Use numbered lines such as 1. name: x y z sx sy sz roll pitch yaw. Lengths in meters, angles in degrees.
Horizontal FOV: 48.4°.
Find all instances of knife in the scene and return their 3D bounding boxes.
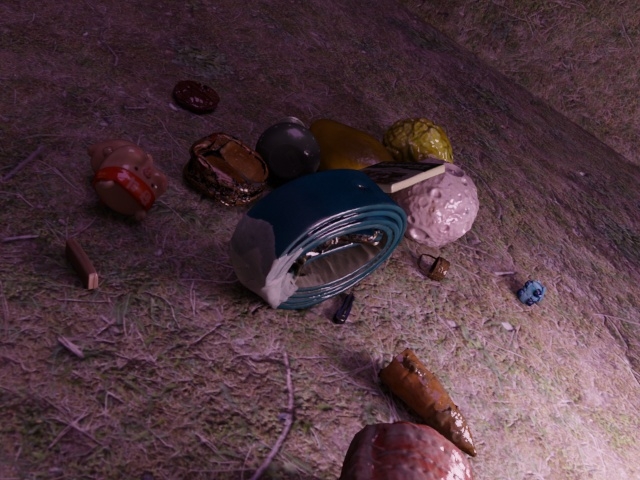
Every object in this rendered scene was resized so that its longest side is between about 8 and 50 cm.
1. knife: 0.058 0.160 1.698 0.031 0.018 0.121 29 33 1

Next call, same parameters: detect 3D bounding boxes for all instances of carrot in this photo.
1. carrot: 0.238 0.353 1.515 0.102 0.102 0.263 -20 61 -46

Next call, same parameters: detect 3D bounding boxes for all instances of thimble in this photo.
1. thimble: 0.142 0.434 1.219 0.239 0.239 0.162 27 35 1

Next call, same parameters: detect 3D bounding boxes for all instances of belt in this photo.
1. belt: 0.002 0.000 1.622 0.437 0.300 0.173 -12 48 -38

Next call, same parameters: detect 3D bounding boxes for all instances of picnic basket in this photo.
1. picnic basket: 0.303 0.068 1.933 0.083 0.072 0.072 28 35 1

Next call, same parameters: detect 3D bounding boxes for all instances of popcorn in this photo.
1. popcorn: 0.312 -0.260 2.251 0.237 0.205 0.251 23 -17 36

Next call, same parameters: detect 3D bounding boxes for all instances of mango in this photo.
1. mango: 0.081 -0.248 2.135 0.332 0.142 0.195 31 52 21

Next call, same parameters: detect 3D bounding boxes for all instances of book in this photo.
1. book: 0.177 -0.171 1.881 0.202 0.027 0.264 8 20 39

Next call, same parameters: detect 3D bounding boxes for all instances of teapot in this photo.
1. teapot: -0.092 -0.271 2.039 0.184 0.183 0.251 19 25 -10

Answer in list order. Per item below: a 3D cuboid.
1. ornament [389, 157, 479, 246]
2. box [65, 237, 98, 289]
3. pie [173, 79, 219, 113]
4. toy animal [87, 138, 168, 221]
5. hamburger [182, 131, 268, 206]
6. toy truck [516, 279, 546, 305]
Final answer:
1. ornament: 0.330 -0.115 2.049 0.260 0.225 0.259 17 35 -12
2. box: -0.489 0.047 1.461 0.025 0.048 0.115 -18 53 -37
3. pie: -0.380 -0.438 2.175 0.154 0.038 0.153 15 39 -13
4. toy animal: -0.451 -0.148 1.649 0.171 0.171 0.197 4 34 -29
5. hamburger: -0.244 -0.184 1.875 0.231 0.106 0.231 21 33 -14
6. toy truck: 0.609 0.150 2.029 0.090 0.073 0.056 7 37 -47
